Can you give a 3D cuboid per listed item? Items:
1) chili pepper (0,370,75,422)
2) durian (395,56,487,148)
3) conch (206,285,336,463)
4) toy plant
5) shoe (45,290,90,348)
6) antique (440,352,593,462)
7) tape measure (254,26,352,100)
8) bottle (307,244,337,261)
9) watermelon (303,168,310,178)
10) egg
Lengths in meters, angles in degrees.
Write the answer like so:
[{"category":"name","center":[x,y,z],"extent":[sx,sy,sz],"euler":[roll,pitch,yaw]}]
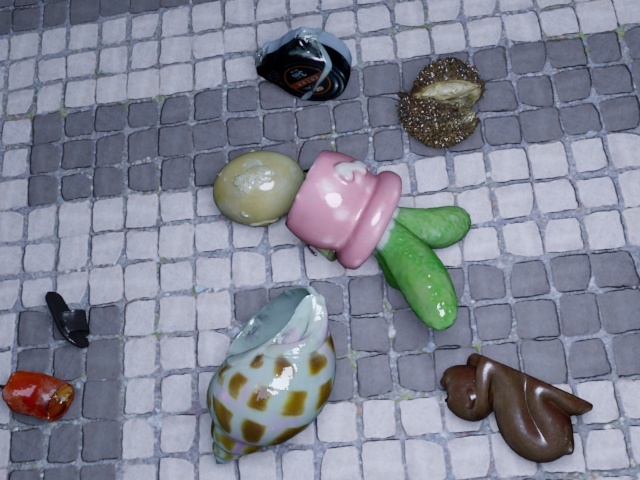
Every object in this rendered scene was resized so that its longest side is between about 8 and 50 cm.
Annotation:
[{"category":"chili pepper","center":[-0.623,0.318,1.249],"extent":[0.191,0.084,0.086],"euler":[14,44,10]},{"category":"durian","center":[0.248,-0.295,1.257],"extent":[0.195,0.167,0.196],"euler":[-10,61,19]},{"category":"conch","center":[-0.101,0.268,1.130],"extent":[0.367,0.197,0.249],"euler":[-36,35,2]},{"category":"toy plant","center":[0.109,-0.010,1.137],"extent":[0.356,0.211,0.317],"euler":[32,42,-6]},{"category":"shoe","center":[-0.546,0.161,1.291],"extent":[0.053,0.062,0.159],"euler":[-45,68,7]},{"category":"antique","center":[0.347,0.305,1.091],"extent":[0.256,0.121,0.144],"euler":[25,88,7]},{"category":"tape measure","center":[-0.023,-0.390,1.312],"extent":[0.182,0.181,0.107],"euler":[-9,64,44]},{"category":"bottle","center":[0.001,-0.001,1.268],"extent":[0.101,0.047,0.063],"euler":[37,41,21]},{"category":"watermelon","center":[0.008,-0.117,1.285],"extent":[0.163,0.069,0.087],"euler":[35,81,18]},{"category":"egg","center":[-0.129,-0.110,1.259],"extent":[0.201,0.164,0.165],"euler":[-17,72,7]}]
